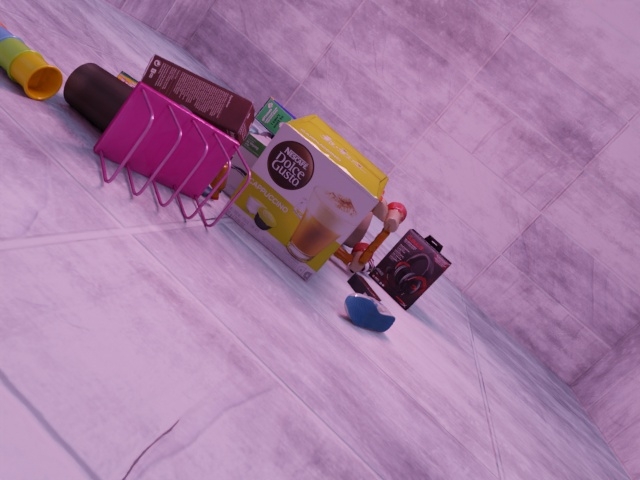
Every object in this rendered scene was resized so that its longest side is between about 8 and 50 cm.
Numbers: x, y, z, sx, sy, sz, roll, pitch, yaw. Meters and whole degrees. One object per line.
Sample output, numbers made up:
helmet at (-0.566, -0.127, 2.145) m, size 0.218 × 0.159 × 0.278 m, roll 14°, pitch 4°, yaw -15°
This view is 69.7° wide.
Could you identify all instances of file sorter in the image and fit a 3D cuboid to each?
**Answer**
file sorter at (-0.341, -0.184, 1.093) m, size 0.291 × 0.202 × 0.182 m, roll 27°, pitch 22°, yaw -44°

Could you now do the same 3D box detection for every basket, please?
basket at (-0.528, -0.341, 1.195) m, size 0.227 × 0.154 × 0.204 m, roll 36°, pitch -2°, yaw 1°

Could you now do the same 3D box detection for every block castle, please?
block castle at (0.068, -0.128, 1.722) m, size 0.453 × 0.303 × 0.213 m, roll 37°, pitch 26°, yaw 0°

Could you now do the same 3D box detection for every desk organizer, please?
desk organizer at (0.153, 0.175, 1.601) m, size 0.050 × 0.047 × 0.130 m, roll 29°, pitch 17°, yaw -46°

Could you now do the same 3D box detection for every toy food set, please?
toy food set at (-0.347, -0.209, 1.361) m, size 0.232 × 0.104 × 0.111 m, roll 27°, pitch 21°, yaw 27°

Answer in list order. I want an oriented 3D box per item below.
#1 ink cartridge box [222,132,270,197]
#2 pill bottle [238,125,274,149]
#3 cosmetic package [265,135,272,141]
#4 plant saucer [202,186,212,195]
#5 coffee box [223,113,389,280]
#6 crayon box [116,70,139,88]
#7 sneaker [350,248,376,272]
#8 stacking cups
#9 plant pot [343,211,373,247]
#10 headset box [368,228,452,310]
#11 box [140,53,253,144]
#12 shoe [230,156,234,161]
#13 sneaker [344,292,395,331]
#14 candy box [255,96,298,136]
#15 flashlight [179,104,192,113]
ink cartridge box at (-0.239, -0.245, 1.534) m, size 0.087 × 0.208 × 0.153 m, roll 38°, pitch 13°, yaw 3°
pill bottle at (-0.229, -0.379, 2.063) m, size 0.301 × 0.169 × 0.169 m, roll 36°, pitch 14°, yaw -19°
cosmetic package at (-0.188, -0.281, 1.827) m, size 0.151 × 0.183 × 0.151 m, roll 45°, pitch 14°, yaw 22°
plant saucer at (-0.396, -0.197, 1.362) m, size 0.192 × 0.018 × 0.067 m, roll 42°, pitch 14°, yaw 3°
coffee box at (-0.028, -0.151, 1.431) m, size 0.338 × 0.334 × 0.338 m, roll 40°, pitch 23°, yaw -2°
crayon box at (-0.587, -0.430, 1.447) m, size 0.165 × 0.081 × 0.278 m, roll 33°, pitch 15°, yaw -28°
sneaker at (0.183, 0.079, 1.926) m, size 0.077 × 0.072 × 0.178 m, roll 22°, pitch 33°, yaw -25°
stacking cups at (-0.758, -0.465, 1.099) m, size 0.316 × 0.096 × 0.096 m, roll 40°, pitch 13°, yaw 11°
plant pot at (0.046, -0.132, 1.936) m, size 0.274 × 0.256 × 0.256 m, roll 19°, pitch 20°, yaw -17°
headset box at (0.380, 0.107, 1.900) m, size 0.218 × 0.293 × 0.110 m, roll 45°, pitch 14°, yaw 15°
box at (-0.441, -0.505, 1.689) m, size 0.381 × 0.143 × 0.191 m, roll 24°, pitch -5°, yaw -4°
shoe at (-0.359, -0.281, 1.595) m, size 0.219 × 0.076 × 0.058 m, roll 25°, pitch 8°, yaw -38°
sneaker at (0.133, 0.209, 1.388) m, size 0.229 × 0.087 × 0.092 m, roll 36°, pitch 6°, yaw -46°
candy box at (-0.094, -0.434, 1.958) m, size 0.317 × 0.122 × 0.268 m, roll 42°, pitch 9°, yaw 12°
flashlight at (-0.430, -0.373, 1.604) m, size 0.103 × 0.103 × 0.304 m, roll -1°, pitch -7°, yaw 15°
